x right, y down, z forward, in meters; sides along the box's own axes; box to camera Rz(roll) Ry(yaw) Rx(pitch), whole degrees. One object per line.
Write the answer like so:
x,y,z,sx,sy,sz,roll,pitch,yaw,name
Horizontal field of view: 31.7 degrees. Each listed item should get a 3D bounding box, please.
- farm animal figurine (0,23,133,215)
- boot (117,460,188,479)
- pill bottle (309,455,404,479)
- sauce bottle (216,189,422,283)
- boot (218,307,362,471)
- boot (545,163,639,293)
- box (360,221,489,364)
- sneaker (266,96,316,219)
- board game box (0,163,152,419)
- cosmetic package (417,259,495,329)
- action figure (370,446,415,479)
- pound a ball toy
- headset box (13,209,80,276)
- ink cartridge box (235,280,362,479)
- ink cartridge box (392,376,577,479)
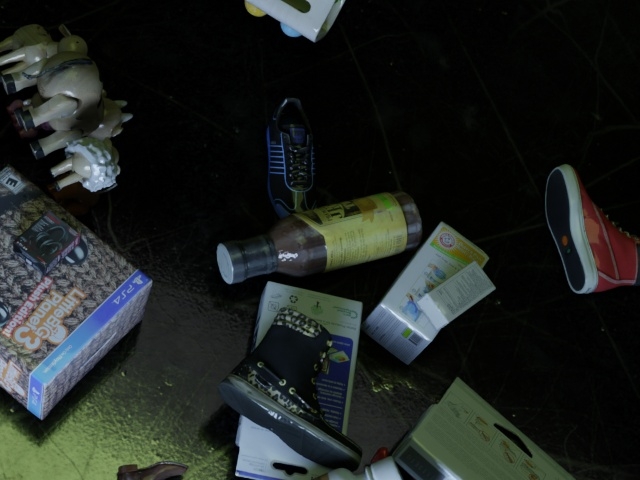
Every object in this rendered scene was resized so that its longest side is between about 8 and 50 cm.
-0.393,-0.218,1.763,0.172,0.327,0.330,-26,89,-14,farm animal figurine
-0.242,0.380,1.628,0.106,0.037,0.114,-5,59,-4,boot
0.017,0.397,1.592,0.229,0.131,0.131,-24,68,0,pill bottle
0.000,0.000,1.867,0.344,0.111,0.111,-14,66,-24,sauce bottle
-0.011,0.219,1.684,0.236,0.085,0.178,32,55,4,boot
0.516,-0.027,2.049,0.176,0.088,0.244,-6,71,-19,boot
0.173,0.086,1.866,0.103,0.114,0.203,37,60,3,box
-0.049,-0.138,1.943,0.081,0.090,0.232,-3,62,-18,sneaker
-0.441,0.075,1.681,0.291,0.141,0.232,38,58,7,board game box
0.216,0.087,1.789,0.115,0.041,0.060,-30,81,-30,cosmetic package
0.126,0.459,1.670,0.092,0.139,0.280,5,38,-11,action figure
-0.126,-0.482,2.067,0.319,0.135,0.208,31,22,2,pound a ball toy
-0.394,0.001,1.632,0.062,0.032,0.083,38,60,7,headset box
-0.035,0.233,1.755,0.165,0.065,0.332,15,57,-8,ink cartridge box
0.265,0.361,1.754,0.275,0.060,0.239,41,26,8,ink cartridge box
